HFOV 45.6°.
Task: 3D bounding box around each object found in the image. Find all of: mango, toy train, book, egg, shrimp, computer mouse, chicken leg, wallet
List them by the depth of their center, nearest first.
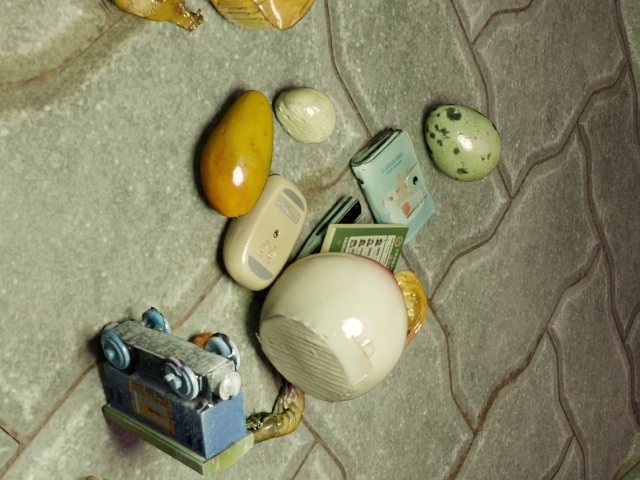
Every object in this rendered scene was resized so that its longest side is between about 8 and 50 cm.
[{"bbox_3d":[-0.241,0.237,1.247,0.131,0.299,0.202,-26,121,-43],"label":"toy train"},{"bbox_3d":[-0.277,-0.420,1.296,0.207,0.085,0.101,15,69,-56],"label":"chicken leg"},{"bbox_3d":[-0.152,-0.168,1.427,0.138,0.113,0.253,25,72,-43],"label":"mango"},{"bbox_3d":[-0.112,-0.017,1.508,0.145,0.082,0.237,41,64,-41],"label":"computer mouse"},{"bbox_3d":[-0.122,0.320,1.566,0.262,0.051,0.198,-7,92,-50],"label":"shrimp"},{"bbox_3d":[0.000,0.000,1.660,0.252,0.048,0.055,-48,148,-27],"label":"toy train"},{"bbox_3d":[0.084,0.057,1.723,0.264,0.027,0.202,-2,116,-47],"label":"book"},{"bbox_3d":[0.175,-0.126,1.819,0.176,0.075,0.250,-44,125,-29],"label":"wallet"},{"bbox_3d":[0.356,-0.252,1.927,0.228,0.177,0.177,44,62,-23],"label":"egg"}]

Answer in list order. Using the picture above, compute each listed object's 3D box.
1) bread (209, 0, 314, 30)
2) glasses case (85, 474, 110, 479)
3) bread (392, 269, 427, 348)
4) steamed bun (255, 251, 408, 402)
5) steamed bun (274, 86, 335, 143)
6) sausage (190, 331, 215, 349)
[{"bbox_3d":[-0.139,-0.522,1.379,0.288,0.156,0.204,44,71,-43],"label":"bread"},{"bbox_3d":[-0.397,0.490,1.278,0.102,0.070,0.194,59,46,-68],"label":"glasses case"},{"bbox_3d":[0.147,0.181,1.753,0.236,0.120,0.198,-46,137,-17],"label":"bread"},{"bbox_3d":[0.047,0.149,1.528,0.309,0.309,0.310,-7,99,-47],"label":"steamed bun"},{"bbox_3d":[-0.023,-0.263,1.556,0.130,0.112,0.091,47,62,-32],"label":"steamed bun"},{"bbox_3d":[-0.230,0.267,1.418,0.076,0.076,0.198,28,72,-45],"label":"sausage"}]
